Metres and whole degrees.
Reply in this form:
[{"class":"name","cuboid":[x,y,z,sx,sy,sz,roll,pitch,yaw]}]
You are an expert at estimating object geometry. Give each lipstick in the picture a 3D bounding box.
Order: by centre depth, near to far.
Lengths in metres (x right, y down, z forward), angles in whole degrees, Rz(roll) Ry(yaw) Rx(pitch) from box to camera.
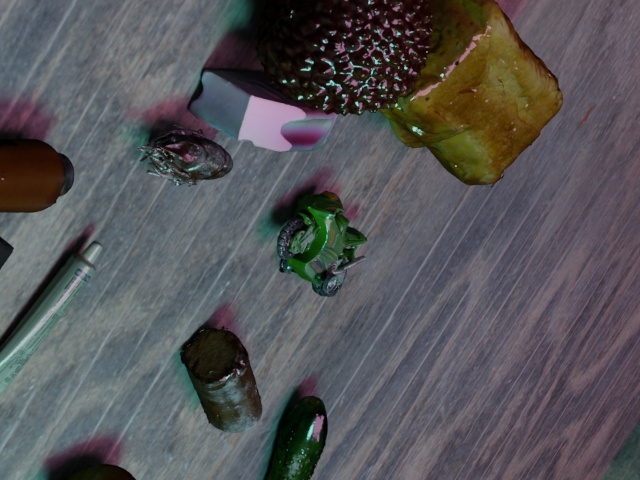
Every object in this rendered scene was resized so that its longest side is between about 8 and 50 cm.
[{"class":"lipstick","cuboid":[-0.354,-0.054,1.402,0.418,0.077,0.077,-3,122,-58]}]

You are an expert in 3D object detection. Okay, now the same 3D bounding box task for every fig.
[{"class":"fig","cuboid":[-0.259,0.306,1.906,0.155,0.103,0.109,17,83,-70]}]

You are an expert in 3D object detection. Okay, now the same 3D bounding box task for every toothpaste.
[{"class":"toothpaste","cuboid":[-0.283,0.080,1.707,0.197,0.029,0.048,-53,150,-1]}]

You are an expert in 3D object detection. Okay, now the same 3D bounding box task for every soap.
[{"class":"soap","cuboid":[-0.051,-0.135,1.767,0.149,0.100,0.056,-5,124,-56]}]

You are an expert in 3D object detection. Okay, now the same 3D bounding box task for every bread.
[{"class":"bread","cuboid":[0.153,-0.196,1.981,0.195,0.149,0.344,-45,153,3]}]

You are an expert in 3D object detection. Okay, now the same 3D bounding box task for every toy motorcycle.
[{"class":"toy motorcycle","cuboid":[0.000,0.000,2.037,0.106,0.074,0.190,-61,153,-9]}]

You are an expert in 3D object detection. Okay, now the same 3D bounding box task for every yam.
[{"class":"yam","cuboid":[-0.116,0.170,2.016,0.079,0.079,0.141,-45,151,-21]}]

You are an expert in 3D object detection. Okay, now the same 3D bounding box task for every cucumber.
[{"class":"cucumber","cuboid":[-0.037,0.304,2.299,0.069,0.069,0.227,-24,143,-45]}]

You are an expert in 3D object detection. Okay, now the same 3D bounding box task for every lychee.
[{"class":"lychee","cuboid":[0.028,-0.216,1.716,0.188,0.188,0.188,-38,147,-30]}]

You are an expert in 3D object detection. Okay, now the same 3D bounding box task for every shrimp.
[{"class":"shrimp","cuboid":[-0.143,-0.086,1.722,0.165,0.065,0.056,15,75,-56]}]

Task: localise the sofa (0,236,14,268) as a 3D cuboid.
[{"class":"sofa","cuboid":[-0.337,0.009,1.535,0.060,0.039,0.118,-59,152,2]}]
